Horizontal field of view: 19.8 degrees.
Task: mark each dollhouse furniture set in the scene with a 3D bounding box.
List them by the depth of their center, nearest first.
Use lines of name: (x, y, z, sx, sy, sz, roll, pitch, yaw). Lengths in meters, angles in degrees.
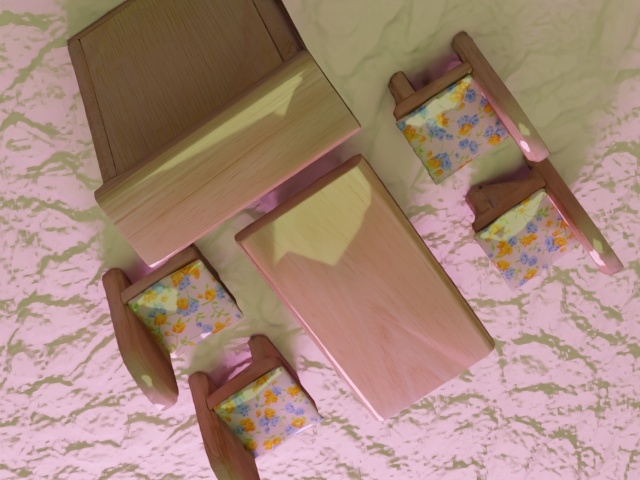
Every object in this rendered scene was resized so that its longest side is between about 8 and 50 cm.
dollhouse furniture set: (0.000, 0.000, 1.382, 0.362, 0.256, 0.394, -33, 121, 6)
